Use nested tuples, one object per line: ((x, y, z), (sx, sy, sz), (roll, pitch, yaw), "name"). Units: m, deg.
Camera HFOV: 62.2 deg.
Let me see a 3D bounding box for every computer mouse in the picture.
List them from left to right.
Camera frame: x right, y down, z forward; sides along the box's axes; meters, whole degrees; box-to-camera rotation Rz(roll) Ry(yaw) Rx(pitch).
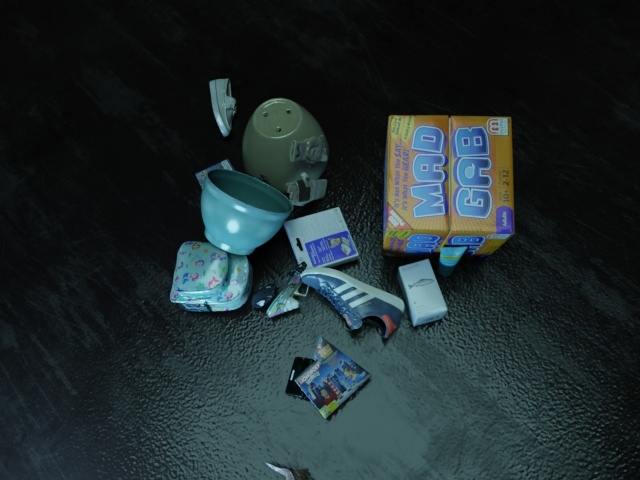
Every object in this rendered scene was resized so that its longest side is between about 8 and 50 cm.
((-0.142, 0.140, 1.738), (0.242, 0.071, 0.041), (-40, 105, 14), "computer mouse")

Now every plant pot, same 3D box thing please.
((-0.261, -0.078, 1.711), (0.293, 0.293, 0.196), (32, 109, 16), "plant pot")

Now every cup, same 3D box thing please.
((-0.139, -0.369, 1.903), (0.331, 0.237, 0.331), (-2, 67, 4), "cup")

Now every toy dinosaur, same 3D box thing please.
((-0.054, 0.724, 1.454), (0.127, 0.200, 0.296), (-27, 67, -7), "toy dinosaur")

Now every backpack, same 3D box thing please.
((-0.353, 0.116, 1.749), (0.253, 0.191, 0.225), (5, 67, 1), "backpack")

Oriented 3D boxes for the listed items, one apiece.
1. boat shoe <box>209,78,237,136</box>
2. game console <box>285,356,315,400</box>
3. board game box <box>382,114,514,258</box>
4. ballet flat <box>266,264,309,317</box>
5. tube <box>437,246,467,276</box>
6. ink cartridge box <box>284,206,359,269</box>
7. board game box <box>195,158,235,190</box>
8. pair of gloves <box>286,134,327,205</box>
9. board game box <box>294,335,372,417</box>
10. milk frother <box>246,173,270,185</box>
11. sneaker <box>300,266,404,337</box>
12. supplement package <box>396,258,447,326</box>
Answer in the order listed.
((-0.368, -0.523, 2.067), (0.088, 0.096, 0.267), (-15, 59, 3), "boat shoe")
((-0.038, 0.440, 1.676), (0.107, 0.071, 0.122), (-1, 62, 36), "game console")
((0.382, -0.153, 1.681), (0.356, 0.356, 0.356), (2, 77, 5), "board game box")
((-0.088, 0.174, 1.761), (0.079, 0.077, 0.221), (30, 68, 12), "ballet flat")
((0.413, 0.058, 1.698), (0.080, 0.207, 0.052), (-6, 67, 3), "tube")
((0.000, 0.000, 1.824), (0.208, 0.045, 0.206), (-15, 63, -11), "ink cartridge box")
((-0.366, -0.217, 1.910), (0.136, 0.035, 0.201), (-27, 36, -7), "board game box")
((-0.047, -0.238, 1.821), (0.042, 0.240, 0.204), (19, 27, 33), "pair of gloves")
((0.022, 0.403, 1.629), (0.194, 0.060, 0.194), (-37, 81, -18), "board game box")
((-0.248, -0.162, 1.873), (0.129, 0.143, 0.135), (30, 70, 7), "milk frother")
((0.086, 0.203, 1.691), (0.350, 0.131, 0.148), (21, 69, 6), "sneaker")
((0.324, 0.169, 1.713), (0.105, 0.105, 0.179), (-16, 67, -2), "supplement package")
